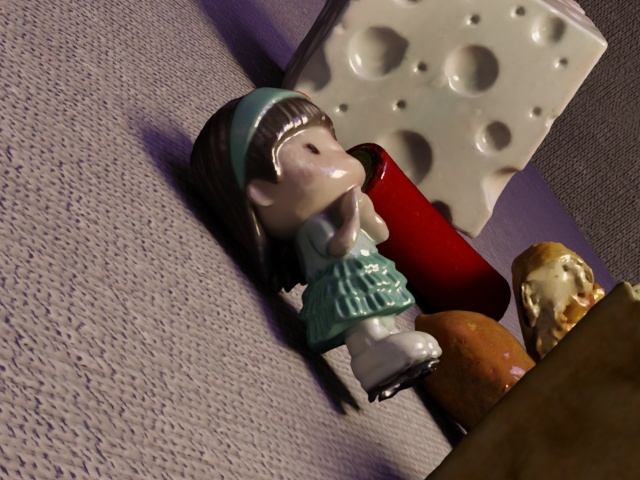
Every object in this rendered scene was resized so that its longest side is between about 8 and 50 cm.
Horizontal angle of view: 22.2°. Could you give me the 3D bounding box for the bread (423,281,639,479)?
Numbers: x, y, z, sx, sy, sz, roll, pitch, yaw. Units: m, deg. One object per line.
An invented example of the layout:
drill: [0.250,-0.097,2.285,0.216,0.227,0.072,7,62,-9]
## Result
bread: [0.191,0.172,1.084,0.196,0.252,0.238,36,15,-42]

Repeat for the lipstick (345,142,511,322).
lipstick: [0.095,0.002,1.587,0.241,0.080,0.080,44,15,-37]

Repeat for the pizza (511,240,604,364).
pizza: [0.264,0.146,1.617,0.409,0.114,0.277,60,10,-49]

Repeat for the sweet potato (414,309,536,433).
sweet potato: [0.170,0.172,1.350,0.292,0.097,0.097,59,13,26]

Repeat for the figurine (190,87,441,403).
figurine: [0.000,0.000,1.180,0.245,0.110,0.138,60,11,10]

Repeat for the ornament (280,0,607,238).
ornament: [0.118,-0.188,1.686,0.239,0.240,0.240,31,16,-8]
